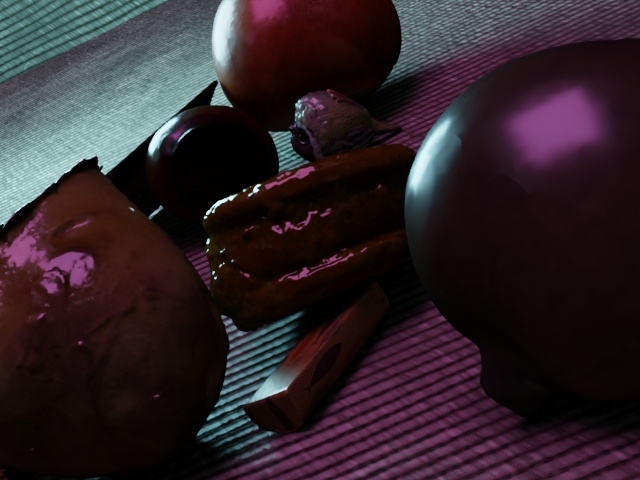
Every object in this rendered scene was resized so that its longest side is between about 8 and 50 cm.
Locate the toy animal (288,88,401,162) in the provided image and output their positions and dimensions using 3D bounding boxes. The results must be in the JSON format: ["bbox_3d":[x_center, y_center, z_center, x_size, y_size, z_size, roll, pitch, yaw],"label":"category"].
[{"bbox_3d":[0.026,-0.132,1.843,0.098,0.137,0.098,-161,90,-73],"label":"toy animal"}]

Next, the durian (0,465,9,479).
[{"bbox_3d":[-0.301,0.281,1.186,0.165,0.132,0.182,-29,28,32],"label":"durian"}]

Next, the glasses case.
[{"bbox_3d":[0.002,0.107,1.336,0.064,0.041,0.170,-25,18,44],"label":"glasses case"}]

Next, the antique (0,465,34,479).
[{"bbox_3d":[-0.300,0.170,1.519,0.081,0.080,0.221,-13,24,32],"label":"antique"}]

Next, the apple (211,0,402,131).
[{"bbox_3d":[-0.020,-0.266,1.966,0.271,0.206,0.251,-22,-1,-38],"label":"apple"}]

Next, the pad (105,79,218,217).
[{"bbox_3d":[-0.247,-0.057,1.905,0.330,0.004,0.220,-47,-13,-40],"label":"pad"}]

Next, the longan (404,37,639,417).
[{"bbox_3d":[0.194,-0.011,1.096,0.300,0.243,0.300,-39,40,42],"label":"longan"}]

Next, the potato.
[{"bbox_3d":[-0.209,0.113,1.341,0.301,0.237,0.289,-50,-7,-20],"label":"potato"}]

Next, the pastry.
[{"bbox_3d":[0.000,0.000,1.440,0.240,0.132,0.235,-19,-5,18],"label":"pastry"}]

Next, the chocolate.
[{"bbox_3d":[-0.137,-0.092,1.842,0.176,0.177,0.177,-25,20,10],"label":"chocolate"}]
